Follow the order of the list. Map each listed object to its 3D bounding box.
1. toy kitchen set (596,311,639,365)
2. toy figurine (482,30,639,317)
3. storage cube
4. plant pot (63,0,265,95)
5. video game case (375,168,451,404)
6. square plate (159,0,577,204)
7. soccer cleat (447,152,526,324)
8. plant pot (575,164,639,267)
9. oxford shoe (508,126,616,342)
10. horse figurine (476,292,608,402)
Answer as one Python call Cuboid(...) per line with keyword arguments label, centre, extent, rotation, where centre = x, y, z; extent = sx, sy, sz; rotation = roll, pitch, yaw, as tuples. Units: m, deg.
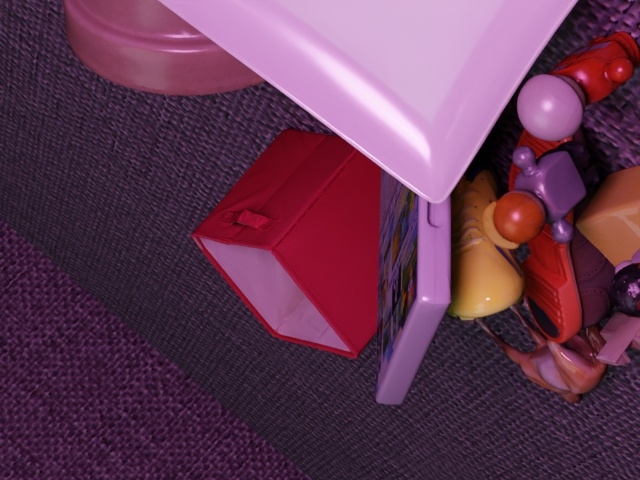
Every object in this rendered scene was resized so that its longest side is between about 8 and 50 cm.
Cuboid(label="toy kitchen set", centre=(0.353, 0.131, 1.931), extent=(0.083, 0.068, 0.075), rotation=(11, 145, 54))
Cuboid(label="toy figurine", centre=(0.261, -0.052, 1.525), extent=(0.213, 0.148, 0.209), rotation=(34, 137, 18))
Cuboid(label="storage cube", centre=(0.000, 0.000, 2.107), extent=(0.184, 0.193, 0.215), rotation=(10, 144, 54))
Cuboid(label="plant pot", centre=(-0.123, -0.303, 1.683), extent=(0.263, 0.263, 0.229), rotation=(29, 138, 30))
Cuboid(label="video game case", centre=(0.096, -0.019, 1.806), extent=(0.036, 0.300, 0.329), rotation=(4, 158, -4))
Cuboid(label="square plate", centre=(0.053, -0.256, 1.486), extent=(0.344, 0.049, 0.347), rotation=(37, 125, 7))
Cuboid(label="soccer cleat", centre=(0.148, -0.013, 1.789), extent=(0.289, 0.093, 0.121), rotation=(-91, -15, -65))
Cuboid(label="plant pot", centre=(0.312, -0.025, 1.673), extent=(0.081, 0.081, 0.083), rotation=(44, 146, -10))
Cuboid(label="oxford shoe", centre=(0.257, -0.026, 1.773), extent=(0.097, 0.098, 0.271), rotation=(46, 152, 46))
Cuboid(label="horse figurine", centre=(0.278, 0.127, 2.062), extent=(0.174, 0.066, 0.263), rotation=(48, 162, -3))
